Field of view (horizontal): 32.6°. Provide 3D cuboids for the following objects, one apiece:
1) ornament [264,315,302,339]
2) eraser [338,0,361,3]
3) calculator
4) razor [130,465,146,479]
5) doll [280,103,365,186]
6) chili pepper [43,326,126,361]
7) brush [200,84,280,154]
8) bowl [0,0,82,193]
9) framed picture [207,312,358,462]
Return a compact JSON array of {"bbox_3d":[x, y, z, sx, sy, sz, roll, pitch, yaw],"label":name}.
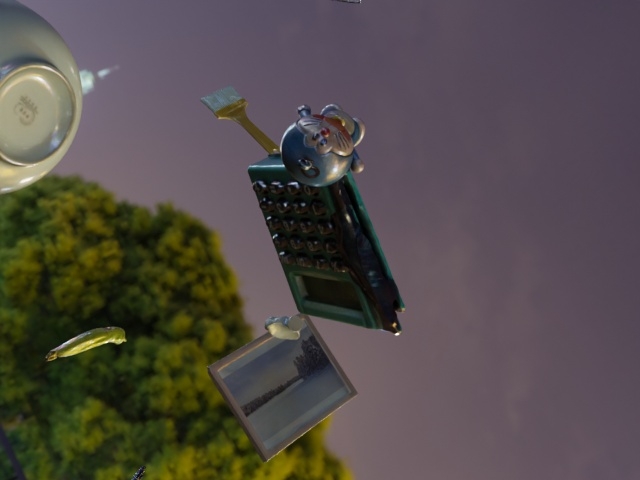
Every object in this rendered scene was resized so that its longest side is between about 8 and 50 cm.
[{"bbox_3d":[-0.068,0.157,1.982,0.092,0.041,0.068,6,-19,34],"label":"ornament"},{"bbox_3d":[-0.045,-0.405,1.649,0.225,0.036,0.082,13,-13,19],"label":"eraser"},{"bbox_3d":[0.000,0.000,1.556,0.248,0.058,0.274,6,-60,59],"label":"calculator"},{"bbox_3d":[-0.303,0.394,1.677,0.028,0.044,0.154,40,-44,-4],"label":"razor"},{"bbox_3d":[0.004,-0.117,1.323,0.114,0.152,0.085,33,-58,6],"label":"doll"},{"bbox_3d":[-0.494,0.214,2.335,0.049,0.208,0.043,-23,-98,44],"label":"chili pepper"},{"bbox_3d":[-0.141,-0.227,2.162,0.205,0.083,0.011,45,-40,15],"label":"brush"},{"bbox_3d":[-0.531,-0.228,1.823,0.185,0.354,0.353,21,-42,39],"label":"bowl"},{"bbox_3d":[-0.070,0.284,2.185,0.016,0.289,0.213,-37,-96,45],"label":"framed picture"}]
